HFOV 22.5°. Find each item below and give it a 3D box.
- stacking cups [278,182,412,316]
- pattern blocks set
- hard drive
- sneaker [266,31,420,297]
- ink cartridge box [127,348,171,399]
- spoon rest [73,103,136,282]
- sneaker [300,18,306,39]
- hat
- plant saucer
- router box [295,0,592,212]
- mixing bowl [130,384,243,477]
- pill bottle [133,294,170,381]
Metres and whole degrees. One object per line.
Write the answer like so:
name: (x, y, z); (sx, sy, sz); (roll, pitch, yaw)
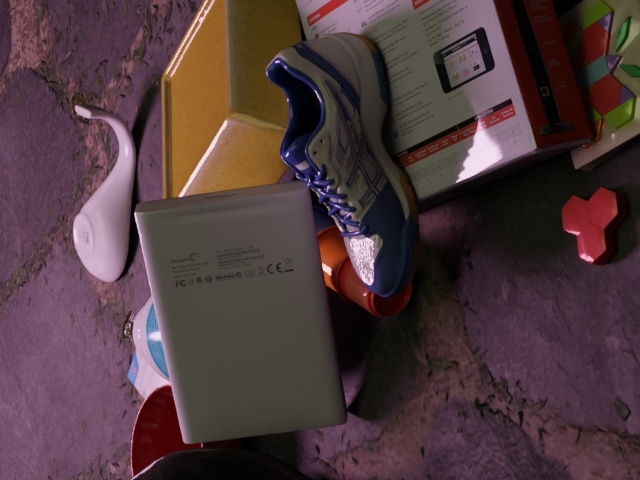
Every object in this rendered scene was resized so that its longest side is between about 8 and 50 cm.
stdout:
stacking cups: (0.000, 0.000, 1.974); (0.316, 0.096, 0.096); (29, 109, 48)
pattern blocks set: (0.290, -0.171, 1.646); (0.285, 0.026, 0.324); (-50, 48, 38)
hard drive: (-0.090, 0.089, 1.903); (0.040, 0.203, 0.307); (-87, -11, -67)
sneaker: (0.015, -0.075, 1.756); (0.112, 0.131, 0.296); (-18, 86, 55)
ink cartridge box: (-0.215, 0.188, 2.261); (0.122, 0.052, 0.088); (45, 121, 48)
spoon rest: (-0.325, -0.070, 2.441); (0.137, 0.084, 0.276); (27, 121, 53)
sneaker: (0.010, -0.342, 2.014); (0.229, 0.086, 0.132); (-19, 65, 40)
hat: (-0.094, 0.356, 1.991); (0.331, 0.134, 0.331); (8, 118, 15)
plant saucer: (-0.123, -0.173, 1.992); (0.333, 0.081, 0.332); (127, 145, -49)
router box: (0.121, -0.200, 1.752); (0.335, 0.082, 0.301); (-22, 81, 56)
mixing bowl: (-0.167, 0.283, 2.144); (0.181, 0.098, 0.181); (-8, 79, 52)
pill bottle: (-0.139, 0.117, 2.088); (0.264, 0.146, 0.146); (-6, 81, 53)
